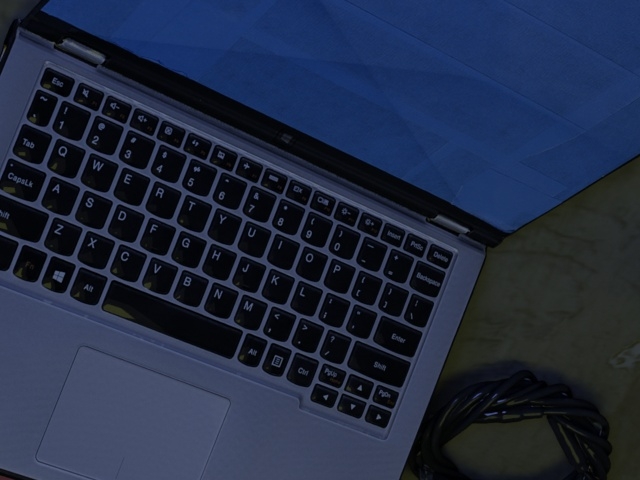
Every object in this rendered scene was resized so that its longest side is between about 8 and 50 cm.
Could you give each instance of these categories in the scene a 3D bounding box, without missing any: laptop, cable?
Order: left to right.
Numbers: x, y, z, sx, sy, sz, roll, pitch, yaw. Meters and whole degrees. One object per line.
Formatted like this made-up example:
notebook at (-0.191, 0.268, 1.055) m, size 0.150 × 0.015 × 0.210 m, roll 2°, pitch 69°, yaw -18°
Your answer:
laptop at (0.000, 0.000, 1.022) m, size 0.382 × 0.236 × 0.408 m, roll 24°, pitch 85°, yaw -30°
cable at (0.156, 0.166, 1.368) m, size 0.184 × 0.047 × 0.150 m, roll 21°, pitch 122°, yaw -25°

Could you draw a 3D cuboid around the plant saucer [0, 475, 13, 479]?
plant saucer at (-0.190, 0.234, 1.328) m, size 0.332 × 0.084 × 0.332 m, roll -5°, pitch 134°, yaw -6°
